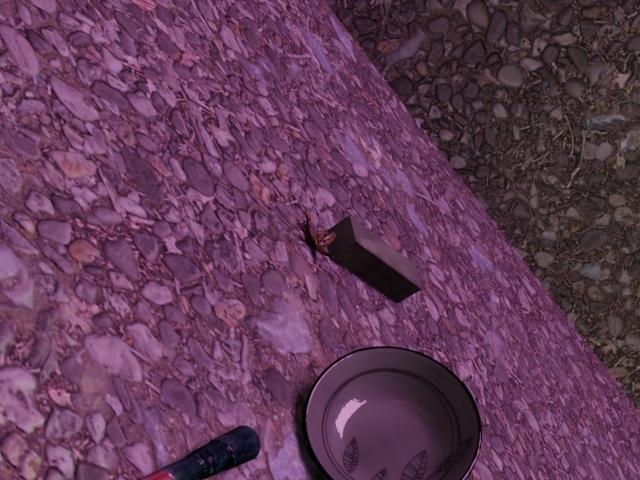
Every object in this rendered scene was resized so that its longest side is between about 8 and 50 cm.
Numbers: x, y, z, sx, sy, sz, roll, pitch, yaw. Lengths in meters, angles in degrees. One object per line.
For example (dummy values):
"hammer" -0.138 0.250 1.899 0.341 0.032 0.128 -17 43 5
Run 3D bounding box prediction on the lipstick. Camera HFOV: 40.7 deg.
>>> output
"lipstick" -0.168 0.304 1.185 0.234 0.053 0.054 -3 61 -60

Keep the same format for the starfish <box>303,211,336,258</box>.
"starfish" -0.005 0.003 1.900 0.133 0.041 0.130 30 28 -42

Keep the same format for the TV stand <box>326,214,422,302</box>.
"TV stand" 0.127 0.048 2.052 0.269 0.082 0.088 36 32 -40

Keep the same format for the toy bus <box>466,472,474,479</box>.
"toy bus" 0.207 0.434 1.650 0.209 0.126 0.136 28 44 -48

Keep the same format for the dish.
"dish" 0.121 0.340 1.509 0.106 0.316 0.317 97 -17 -50
